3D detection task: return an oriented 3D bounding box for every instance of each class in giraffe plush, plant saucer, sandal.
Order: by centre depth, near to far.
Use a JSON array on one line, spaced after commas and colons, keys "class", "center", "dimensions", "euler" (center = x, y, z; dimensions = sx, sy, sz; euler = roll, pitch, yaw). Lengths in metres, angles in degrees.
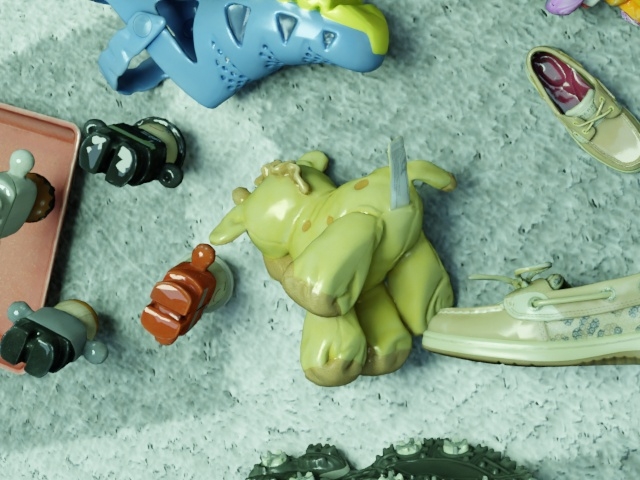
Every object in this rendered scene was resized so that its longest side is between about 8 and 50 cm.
[{"class": "giraffe plush", "center": [0.000, 0.000, 0.895], "dimensions": [0.170, 0.181, 0.210], "euler": [18, 109, 41]}, {"class": "sandal", "center": [-0.085, -0.182, 0.939], "dimensions": [0.317, 0.126, 0.138], "euler": [15, 101, 28]}, {"class": "plant saucer", "center": [-0.369, -0.022, 1.084], "dimensions": [0.259, 0.048, 0.258], "euler": [17, 97, 19]}]

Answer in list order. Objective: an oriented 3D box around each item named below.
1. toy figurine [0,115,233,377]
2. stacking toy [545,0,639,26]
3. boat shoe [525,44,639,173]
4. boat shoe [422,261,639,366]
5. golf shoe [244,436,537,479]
[{"class": "toy figurine", "center": [-0.201, 0.004, 0.947], "dimensions": [0.210, 0.148, 0.213], "euler": [-20, 96, 12]}, {"class": "stacking toy", "center": [0.194, -0.245, 0.824], "dimensions": [0.302, 0.175, 0.165], "euler": [40, 107, 1]}, {"class": "boat shoe", "center": [0.216, -0.107, 0.857], "dimensions": [0.135, 0.045, 0.050], "euler": [46, 106, 14]}, {"class": "boat shoe", "center": [0.222, 0.055, 0.836], "dimensions": [0.285, 0.104, 0.089], "euler": [-4, 83, 16]}, {"class": "golf shoe", "center": [0.061, 0.242, 0.911], "dimensions": [0.273, 0.105, 0.120], "euler": [-7, 105, 27]}]
